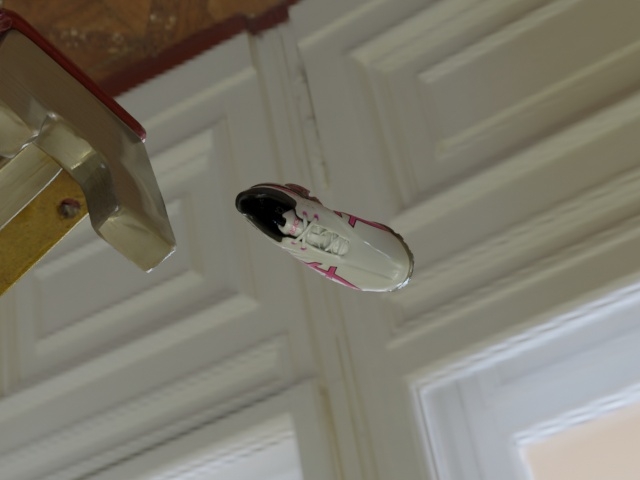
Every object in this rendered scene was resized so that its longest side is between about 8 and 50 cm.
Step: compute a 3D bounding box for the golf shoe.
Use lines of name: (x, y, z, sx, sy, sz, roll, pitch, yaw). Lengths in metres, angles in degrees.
golf shoe: (0.000, 0.000, 1.110, 0.086, 0.186, 0.067, 1, 111, -58)

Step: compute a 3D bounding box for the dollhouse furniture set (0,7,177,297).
dollhouse furniture set: (-0.257, 0.026, 0.387, 0.374, 0.152, 0.201, -41, 122, 10)
